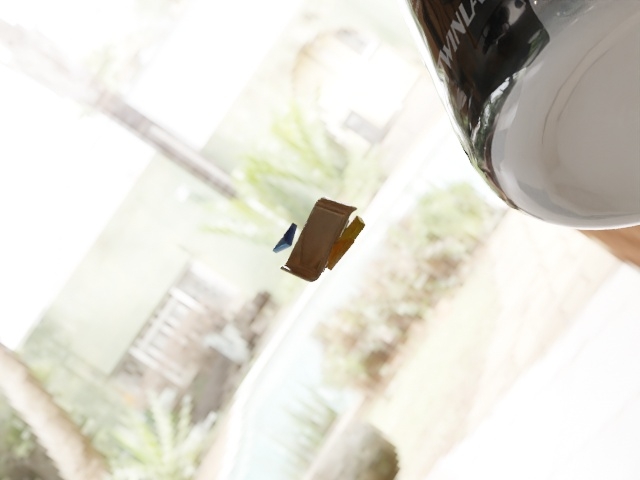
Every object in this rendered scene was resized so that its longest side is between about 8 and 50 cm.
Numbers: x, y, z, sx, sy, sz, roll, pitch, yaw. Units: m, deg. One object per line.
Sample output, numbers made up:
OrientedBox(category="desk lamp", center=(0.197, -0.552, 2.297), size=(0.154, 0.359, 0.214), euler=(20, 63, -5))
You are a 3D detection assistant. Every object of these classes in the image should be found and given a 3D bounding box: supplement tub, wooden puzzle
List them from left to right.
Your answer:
OrientedBox(category="wooden puzzle", center=(0.000, 0.000, 1.357), size=(0.078, 0.014, 0.116), euler=(-57, 25, 2))
OrientedBox(category="supplement tub", center=(0.109, -0.190, 0.747), size=(0.207, 0.207, 0.338), euler=(-52, 45, 40))
